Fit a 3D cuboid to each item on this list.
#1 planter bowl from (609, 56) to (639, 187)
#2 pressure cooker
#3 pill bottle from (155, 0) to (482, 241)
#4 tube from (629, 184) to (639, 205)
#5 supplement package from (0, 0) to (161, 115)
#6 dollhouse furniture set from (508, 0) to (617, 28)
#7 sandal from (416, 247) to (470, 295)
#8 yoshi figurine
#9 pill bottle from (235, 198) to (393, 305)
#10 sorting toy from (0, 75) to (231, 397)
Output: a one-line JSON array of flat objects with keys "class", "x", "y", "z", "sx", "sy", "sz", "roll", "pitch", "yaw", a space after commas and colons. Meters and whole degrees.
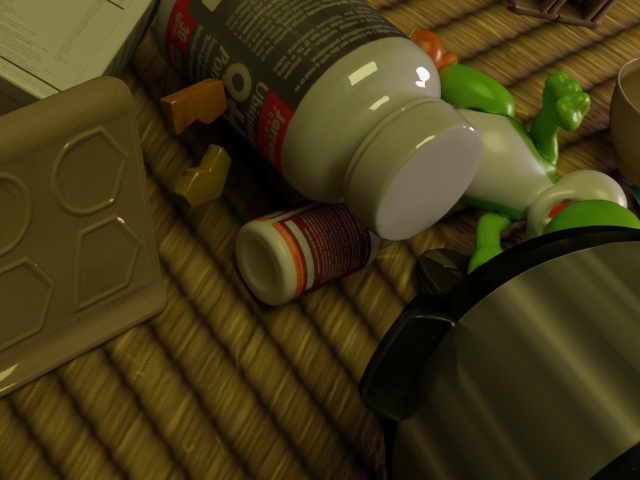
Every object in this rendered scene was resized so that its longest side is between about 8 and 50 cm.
[{"class": "planter bowl", "x": 0.399, "y": -0.121, "z": 1.541, "sx": 0.162, "sy": 0.109, "sz": 0.162, "roll": 8, "pitch": 41, "yaw": -7}, {"class": "pressure cooker", "x": 0.252, "y": 0.192, "z": 1.082, "sx": 0.376, "sy": 0.369, "sz": 0.420, "roll": -22, "pitch": 29, "yaw": -5}, {"class": "pill bottle", "x": 0.000, "y": -0.146, "z": 1.270, "sx": 0.176, "sy": 0.176, "sz": 0.318, "roll": -23, "pitch": 53, "yaw": -34}, {"class": "tube", "x": 0.463, "y": -0.036, "z": 1.578, "sx": 0.207, "sy": 0.052, "sz": 0.080, "roll": -4, "pitch": 52, "yaw": -21}, {"class": "supplement package", "x": -0.250, "y": -0.195, "z": 1.275, "sx": 0.139, "sy": 0.134, "sz": 0.244, "roll": 31, "pitch": 53, "yaw": -6}, {"class": "dollhouse furniture set", "x": 0.301, "y": -0.379, "z": 1.649, "sx": 0.129, "sy": 0.129, "sz": 0.183, "roll": 6, "pitch": 60, "yaw": -22}, {"class": "sandal", "x": 0.152, "y": 0.102, "z": 1.342, "sx": 0.090, "sy": 0.060, "sz": 0.219, "roll": -6, "pitch": 50, "yaw": -35}, {"class": "yoshi figurine", "x": 0.201, "y": -0.051, "z": 1.357, "sx": 0.362, "sy": 0.203, "sz": 0.203, "roll": 35, "pitch": 54, "yaw": 1}, {"class": "pill bottle", "x": 0.000, "y": 0.000, "z": 1.307, "sx": 0.152, "sy": 0.086, "sz": 0.086, "roll": -23, "pitch": 73, "yaw": -33}, {"class": "sorting toy", "x": -0.203, "y": -0.024, "z": 1.184, "sx": 0.307, "sy": 0.229, "sz": 0.041, "roll": -28, "pitch": 32, "yaw": -35}]
